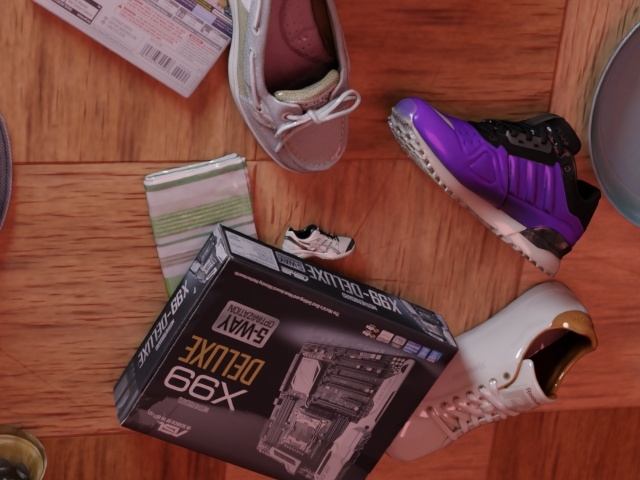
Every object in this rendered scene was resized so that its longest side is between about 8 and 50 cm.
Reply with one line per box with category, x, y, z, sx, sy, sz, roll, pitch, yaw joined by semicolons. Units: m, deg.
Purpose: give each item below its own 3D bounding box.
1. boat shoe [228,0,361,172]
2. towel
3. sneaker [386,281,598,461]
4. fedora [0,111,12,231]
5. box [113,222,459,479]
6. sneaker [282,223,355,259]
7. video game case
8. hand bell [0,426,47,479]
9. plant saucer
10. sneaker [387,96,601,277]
boat shoe;-0.026;-0.191;1.827;0.118;0.103;0.320;-21;129;-17
towel;-0.126;-0.015;1.950;0.113;0.023;0.152;-13;121;-9
sneaker;0.192;0.168;2.082;0.290;0.123;0.106;-40;122;6
fedora;-0.421;-0.034;1.783;0.243;0.124;0.275;14;110;-24
box;-0.040;0.142;2.007;0.307;0.076;0.242;23;113;-26
sneaker;0.000;0.000;1.988;0.083;0.032;0.037;-4;117;-17
video game case;-0.160;-0.266;1.812;0.201;0.023;0.183;32;103;-27
hand bell;-0.344;0.338;2.018;0.126;0.126;0.242;-16;130;-10
plant saucer;0.444;-0.152;2.050;0.317;0.044;0.318;-7;117;-14
sneaker;0.202;-0.094;1.976;0.146;0.102;0.293;-48;124;4
